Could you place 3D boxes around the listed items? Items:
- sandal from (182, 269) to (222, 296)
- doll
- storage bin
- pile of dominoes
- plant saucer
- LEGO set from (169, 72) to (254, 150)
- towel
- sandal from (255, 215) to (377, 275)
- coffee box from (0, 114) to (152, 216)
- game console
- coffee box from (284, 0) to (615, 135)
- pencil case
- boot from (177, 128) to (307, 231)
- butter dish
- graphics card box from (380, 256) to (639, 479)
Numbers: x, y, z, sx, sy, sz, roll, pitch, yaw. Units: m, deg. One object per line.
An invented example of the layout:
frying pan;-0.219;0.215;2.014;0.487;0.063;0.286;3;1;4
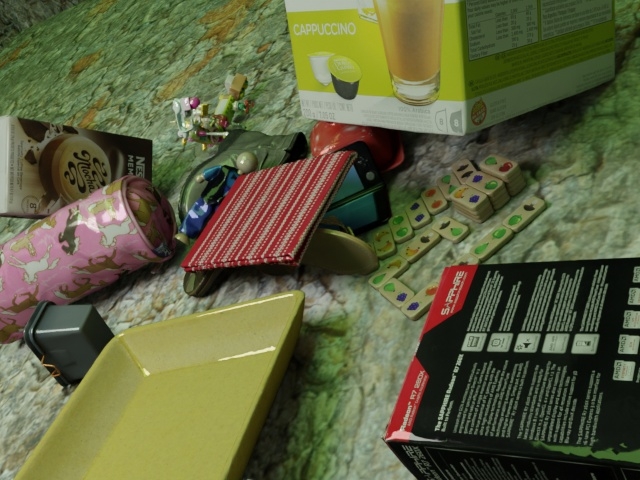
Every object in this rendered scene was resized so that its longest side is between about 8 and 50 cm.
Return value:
sandal;-0.135;0.006;1.272;0.219;0.060;0.090;-56;31;-7
doll;-0.162;-0.065;1.336;0.189;0.129;0.046;-59;-2;-6
storage bin;-0.373;0.159;1.214;0.091;0.135;0.098;-8;40;19
pile of dominoes;0.159;-0.024;1.069;0.251;0.040;0.196;-39;34;-9
plant saucer;-0.185;0.220;0.985;0.333;0.081;0.332;-15;30;27
LEGO set;-0.184;-0.249;1.594;0.107;0.132;0.287;4;23;21
towel;-0.079;-0.037;1.154;0.275;0.031;0.199;-7;47;48
sandal;-0.004;-0.005;1.139;0.240;0.088;0.079;-8;40;45
coffee box;-0.463;-0.120;1.460;0.119;0.297;0.168;-2;87;41
game console;0.023;-0.067;1.204;0.144;0.124;0.085;-24;8;14
coffee box;0.175;-0.361;1.117;0.338;0.334;0.338;-23;25;-34
pencil case;-0.435;0.037;1.372;0.386;0.167;0.160;-26;-2;13
boot;-0.134;-0.111;1.401;0.161;0.083;0.246;8;54;35
butter dish;0.040;-0.167;1.281;0.160;0.118;0.160;-23;34;16
graphics card box;0.265;0.125;0.741;0.371;0.094;0.232;-6;43;37
